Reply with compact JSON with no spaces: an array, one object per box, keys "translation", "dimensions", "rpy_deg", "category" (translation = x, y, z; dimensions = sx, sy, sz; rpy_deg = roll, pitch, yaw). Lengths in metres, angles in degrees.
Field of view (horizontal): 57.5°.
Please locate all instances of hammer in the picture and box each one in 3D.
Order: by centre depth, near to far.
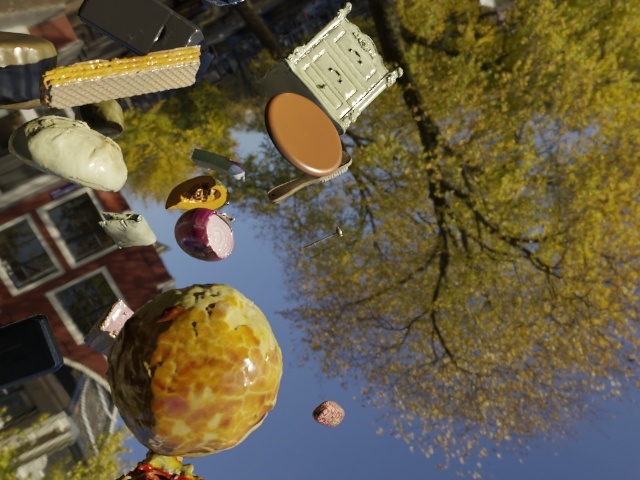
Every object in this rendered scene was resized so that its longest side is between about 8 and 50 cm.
[{"translation":[0.000,0.000,1.544],"dimensions":[0.123,0.029,0.014],"rpy_deg":[-25,-172,9],"category":"hammer"}]

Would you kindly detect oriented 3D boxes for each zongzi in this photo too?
[{"translation":[-0.684,-0.453,1.866],"dimensions":[0.145,0.273,0.300],"rpy_deg":[2,179,-40],"category":"zongzi"}]

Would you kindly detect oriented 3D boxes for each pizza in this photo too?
[{"translation":[-0.493,0.760,1.828],"dimensions":[0.440,0.130,0.406],"rpy_deg":[15,-158,-27],"category":"pizza"}]

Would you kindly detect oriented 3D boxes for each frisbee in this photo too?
[{"translation":[-0.039,-0.278,1.511],"dimensions":[0.021,0.250,0.251],"rpy_deg":[-33,-172,41],"category":"frisbee"}]

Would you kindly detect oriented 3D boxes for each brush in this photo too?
[{"translation":[-0.035,-0.213,2.067],"dimensions":[0.328,0.065,0.070],"rpy_deg":[-29,-122,-8],"category":"brush"}]

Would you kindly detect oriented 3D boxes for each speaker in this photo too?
[{"translation":[-0.543,-0.659,1.861],"dimensions":[0.180,0.388,0.184],"rpy_deg":[-59,-171,0],"category":"speaker"}]

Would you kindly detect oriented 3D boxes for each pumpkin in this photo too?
[{"translation":[-0.531,-0.194,2.583],"dimensions":[0.279,0.163,0.111],"rpy_deg":[-24,-124,8],"category":"pumpkin"}]

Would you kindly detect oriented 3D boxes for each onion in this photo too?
[{"translation":[-0.413,-0.019,2.023],"dimensions":[0.201,0.200,0.207],"rpy_deg":[-18,168,16],"category":"onion"}]

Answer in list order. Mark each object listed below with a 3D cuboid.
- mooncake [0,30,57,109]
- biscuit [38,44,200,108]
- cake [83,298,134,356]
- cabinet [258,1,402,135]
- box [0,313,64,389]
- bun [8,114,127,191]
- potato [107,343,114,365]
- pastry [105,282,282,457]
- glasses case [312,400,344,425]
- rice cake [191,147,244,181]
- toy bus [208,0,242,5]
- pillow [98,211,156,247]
[{"translation":[-0.803,-0.424,1.439],"dimensions":[0.291,0.161,0.290],"rpy_deg":[6,-157,-3],"category":"mooncake"},{"translation":[-0.434,-0.366,1.308],"dimensions":[0.379,0.054,0.094],"rpy_deg":[-23,167,-36],"category":"biscuit"},{"translation":[-0.743,0.330,2.034],"dimensions":[0.295,0.116,0.112],"rpy_deg":[-43,-162,40],"category":"cake"},{"translation":[0.036,-0.521,1.861],"dimensions":[0.318,0.290,0.227],"rpy_deg":[-47,-166,-20],"category":"cabinet"},{"translation":[-0.805,0.298,1.541],"dimensions":[0.230,0.160,0.050],"rpy_deg":[-20,-178,11],"category":"box"},{"translation":[-0.603,-0.220,1.428],"dimensions":[0.146,0.287,0.287],"rpy_deg":[-69,-158,4],"category":"bun"},{"translation":[-0.619,0.381,1.892],"dimensions":[0.137,0.137,0.176],"rpy_deg":[-40,177,-39],"category":"potato"},{"translation":[-0.267,0.286,1.261],"dimensions":[0.389,0.388,0.312],"rpy_deg":[-24,-160,0],"category":"pastry"},{"translation":[0.032,0.529,1.765],"dimensions":[0.073,0.194,0.049],"rpy_deg":[-44,-117,-4],"category":"glasses case"},{"translation":[-0.296,-0.222,1.698],"dimensions":[0.051,0.081,0.290],"rpy_deg":[-53,-145,-9],"category":"rice cake"},{"translation":[-0.234,-0.744,1.449],"dimensions":[0.106,0.297,0.131],"rpy_deg":[10,178,-41],"category":"toy bus"},{"translation":[-0.601,-0.037,1.824],"dimensions":[0.134,0.077,0.181],"rpy_deg":[2,158,3],"category":"pillow"}]
